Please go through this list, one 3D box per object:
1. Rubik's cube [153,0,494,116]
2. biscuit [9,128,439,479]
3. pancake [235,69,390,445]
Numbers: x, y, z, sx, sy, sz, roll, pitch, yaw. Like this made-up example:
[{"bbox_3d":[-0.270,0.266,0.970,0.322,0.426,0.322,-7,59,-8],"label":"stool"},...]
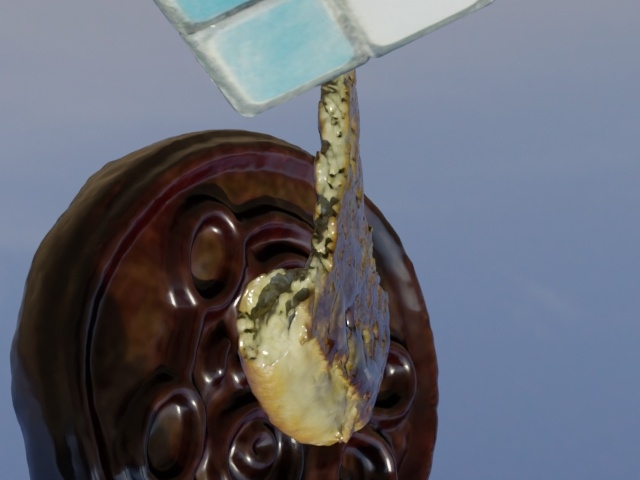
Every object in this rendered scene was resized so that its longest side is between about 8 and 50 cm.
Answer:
[{"bbox_3d":[0.002,-0.254,0.764,0.259,0.256,0.253,-25,-128,12],"label":"Rubik's cube"},{"bbox_3d":[-0.054,0.112,1.447,0.091,0.407,0.407,-10,-170,45],"label":"biscuit"},{"bbox_3d":[0.000,0.000,1.077,0.057,0.244,0.266,-1,-177,9],"label":"pancake"}]
